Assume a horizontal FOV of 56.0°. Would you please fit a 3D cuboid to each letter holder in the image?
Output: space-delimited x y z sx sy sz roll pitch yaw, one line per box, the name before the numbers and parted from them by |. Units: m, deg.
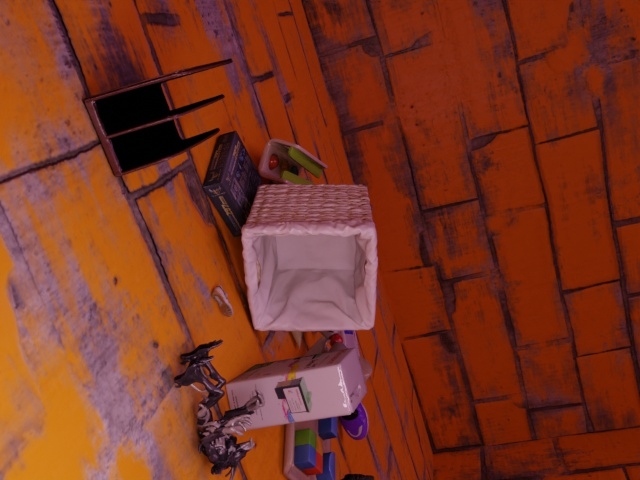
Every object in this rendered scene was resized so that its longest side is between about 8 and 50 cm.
letter holder | -0.279 -0.259 1.203 0.302 0.214 0.152 -65 140 -67

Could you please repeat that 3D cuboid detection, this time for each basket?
basket | -0.017 0.037 1.589 0.267 0.330 0.329 -84 173 -56

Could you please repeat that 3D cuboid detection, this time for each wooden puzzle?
wooden puzzle | -0.012 0.570 1.752 0.348 0.080 0.322 62 20 -44

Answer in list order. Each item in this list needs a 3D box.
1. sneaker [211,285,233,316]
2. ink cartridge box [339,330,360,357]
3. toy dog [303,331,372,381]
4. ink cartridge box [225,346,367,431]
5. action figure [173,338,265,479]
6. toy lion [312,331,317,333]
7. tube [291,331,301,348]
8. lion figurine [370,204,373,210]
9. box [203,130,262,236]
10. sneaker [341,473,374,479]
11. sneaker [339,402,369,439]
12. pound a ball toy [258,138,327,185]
sneaker | -0.226 0.142 1.418 0.037 0.031 0.083 -80 154 -56
ink cartridge box | 0.102 0.381 2.413 0.208 0.045 0.207 28 50 -70
toy dog | 0.018 0.355 1.854 0.333 0.160 0.220 35 -67 58
ink cartridge box | -0.050 0.345 1.414 0.201 0.278 0.117 -6 84 -76
action figure | -0.186 0.346 1.186 0.164 0.140 0.276 -89 162 -78
toy lion | 0.009 0.273 2.066 0.034 0.100 0.096 -23 118 -73
tube | -0.089 0.218 1.833 0.070 0.062 0.240 -38 131 -25
lion figurine | -0.002 -0.055 1.925 0.240 0.142 0.392 35 48 -4
box | -0.229 -0.153 1.609 0.233 0.059 0.183 -86 158 -46
sneaker | 0.088 0.839 1.916 0.087 0.130 0.228 -72 174 -72
sneaker | 0.081 0.559 2.101 0.146 0.102 0.294 13 60 -69
pound a ball toy | -0.115 -0.195 1.928 0.319 0.135 0.208 18 90 -67
